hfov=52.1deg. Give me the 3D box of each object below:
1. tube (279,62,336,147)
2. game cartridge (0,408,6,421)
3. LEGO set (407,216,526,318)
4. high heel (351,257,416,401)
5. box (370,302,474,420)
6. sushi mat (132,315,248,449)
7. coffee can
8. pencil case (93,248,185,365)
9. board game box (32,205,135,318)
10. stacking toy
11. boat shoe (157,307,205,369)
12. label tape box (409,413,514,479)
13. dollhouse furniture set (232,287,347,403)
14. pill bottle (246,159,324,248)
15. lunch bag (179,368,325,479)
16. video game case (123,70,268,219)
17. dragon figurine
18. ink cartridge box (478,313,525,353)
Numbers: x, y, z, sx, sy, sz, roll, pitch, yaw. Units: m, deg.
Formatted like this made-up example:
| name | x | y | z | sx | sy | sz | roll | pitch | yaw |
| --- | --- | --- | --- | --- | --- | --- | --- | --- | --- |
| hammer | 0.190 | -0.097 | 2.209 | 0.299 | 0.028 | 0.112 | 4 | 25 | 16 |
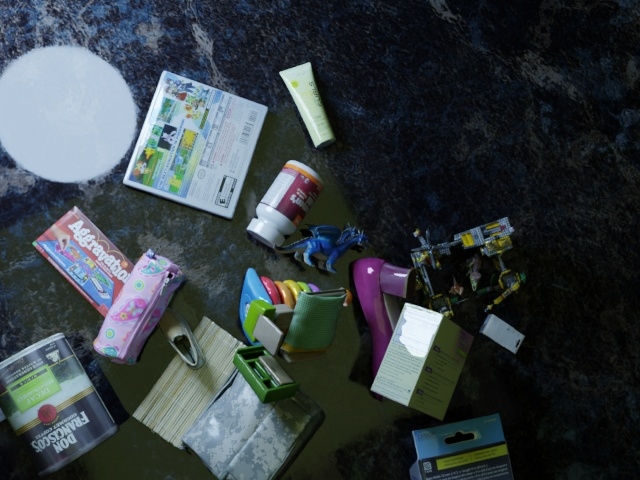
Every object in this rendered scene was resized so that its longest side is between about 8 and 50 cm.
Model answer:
| name | x | y | z | sx | sy | sz | roll | pitch | yaw |
| --- | --- | --- | --- | --- | --- | --- | --- | --- | --- |
| tube | -0.029 | -0.375 | 1.819 | 0.070 | 0.062 | 0.240 | -12 | 78 | -51 |
| game cartridge | -0.798 | 0.405 | 1.622 | 0.056 | 0.017 | 0.083 | -29 | 89 | -15 |
| LEGO set | 0.405 | 0.073 | 1.768 | 0.331 | 0.192 | 0.255 | -10 | 85 | -10 |
| high heel | 0.148 | 0.238 | 1.780 | 0.181 | 0.127 | 0.377 | 11 | 92 | 33 |
| box | 0.269 | 0.316 | 1.700 | 0.213 | 0.117 | 0.243 | 34 | 77 | -49 |
| sushi mat | -0.334 | 0.368 | 1.701 | 0.151 | 0.019 | 0.316 | 35 | 79 | -5 |
| coffee can | -0.637 | 0.388 | 1.556 | 0.201 | 0.201 | 0.275 | -31 | 89 | -11 |
| pencil case | -0.450 | 0.167 | 1.637 | 0.124 | 0.124 | 0.284 | 31 | 88 | -5 |
| board game box | -0.587 | 0.061 | 1.691 | 0.281 | 0.027 | 0.145 | 46 | 78 | -2 |
| stacking toy | -0.051 | 0.165 | 1.718 | 0.302 | 0.175 | 0.165 | -6 | 128 | -27 |
| boat shoe | -0.360 | 0.244 | 1.670 | 0.068 | 0.072 | 0.190 | -40 | 78 | -8 |
| label tape box | 0.378 | 0.651 | 1.740 | 0.249 | 0.115 | 0.347 | -9 | 82 | -11 |
| dollhouse furniture set | -0.031 | 0.243 | 1.579 | 0.302 | 0.151 | 0.197 | -2 | 122 | -43 |
| pill bottle | -0.094 | -0.093 | 1.741 | 0.121 | 0.121 | 0.221 | 33 | 79 | -4 |
| lunch bag | -0.166 | 0.460 | 1.623 | 0.256 | 0.212 | 0.305 | 36 | 76 | 13 |
| video game case | -0.331 | -0.256 | 1.766 | 0.300 | 0.036 | 0.329 | 18 | 82 | -7 |
| dragon figurine | 0.000 | 0.000 | 1.736 | 0.289 | 0.085 | 0.144 | 18 | 88 | -29 |
| ink cartridge box | 0.511 | 0.264 | 1.847 | 0.115 | 0.029 | 0.063 | 34 | 79 | -5 |
